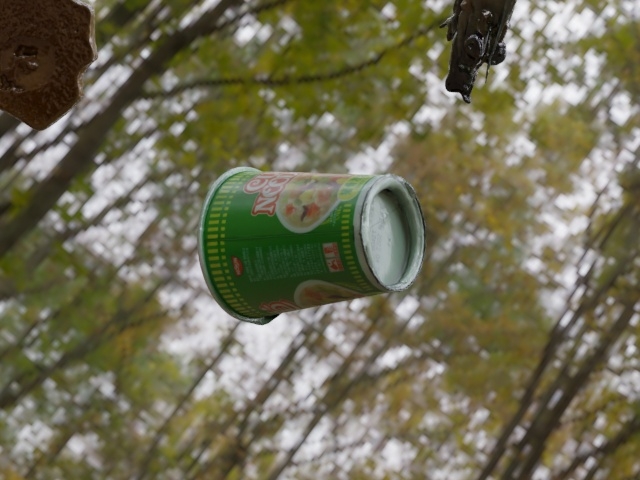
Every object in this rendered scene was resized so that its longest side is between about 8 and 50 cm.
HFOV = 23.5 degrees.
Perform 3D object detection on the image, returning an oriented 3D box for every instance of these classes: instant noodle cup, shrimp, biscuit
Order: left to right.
[{"bbox_3d":[-0.371,-0.261,1.987,0.182,0.215,0.034,27,14,2],"label":"biscuit"},{"bbox_3d":[0.000,0.000,1.918,0.233,0.207,0.207,-5,-45,35],"label":"instant noodle cup"},{"bbox_3d":[0.086,-0.221,1.076,0.051,0.262,0.198,14,-5,-36],"label":"shrimp"}]
